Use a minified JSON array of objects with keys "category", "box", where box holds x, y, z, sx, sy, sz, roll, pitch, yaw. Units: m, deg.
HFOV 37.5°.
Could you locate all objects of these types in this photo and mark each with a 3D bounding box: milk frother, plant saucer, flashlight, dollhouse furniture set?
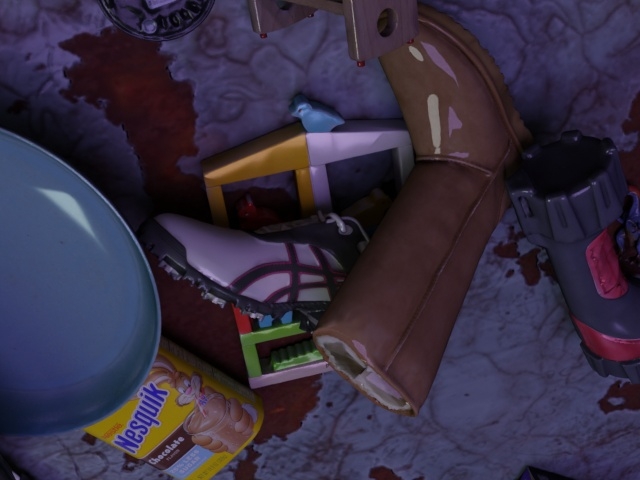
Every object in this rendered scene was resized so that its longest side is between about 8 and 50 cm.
[{"category":"milk frother","box":[-0.093,-0.225,0.677,0.143,0.135,0.129,-5,121,-11]},{"category":"plant saucer","box":[-0.282,0.032,0.791,0.317,0.044,0.318,4,122,6]},{"category":"flashlight","box":[0.269,0.021,0.888,0.103,0.103,0.304,-58,141,-24]},{"category":"dollhouse furniture set","box":[0.047,-0.236,0.732,0.183,0.129,0.129,-30,128,-30]}]

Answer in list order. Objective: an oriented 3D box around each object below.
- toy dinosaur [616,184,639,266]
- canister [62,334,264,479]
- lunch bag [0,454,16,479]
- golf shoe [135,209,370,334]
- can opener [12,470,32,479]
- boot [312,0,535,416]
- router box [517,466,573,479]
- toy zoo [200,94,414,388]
[{"category":"toy dinosaur","box":[0.314,-0.019,0.961,0.090,0.047,0.082,-12,118,-46]},{"category":"canister","box":[-0.155,0.161,0.923,0.170,0.073,0.126,36,109,-29]},{"category":"lunch bag","box":[-0.436,0.206,0.758,0.256,0.212,0.305,-27,108,34]},{"category":"golf shoe","box":[-0.030,0.017,0.834,0.272,0.105,0.120,23,92,-26]},{"category":"can opener","box":[-0.317,0.287,0.946,0.076,0.095,0.283,-33,115,8]},{"category":"boot","box":[0.071,-0.025,0.776,0.236,0.089,0.270,44,67,-30]},{"category":"router box","box":[0.326,0.432,1.188,0.308,0.081,0.243,21,113,-23]},{"category":"toy zoo","box":[0.000,0.000,0.891,0.192,0.030,0.293,-13,121,-5]}]
